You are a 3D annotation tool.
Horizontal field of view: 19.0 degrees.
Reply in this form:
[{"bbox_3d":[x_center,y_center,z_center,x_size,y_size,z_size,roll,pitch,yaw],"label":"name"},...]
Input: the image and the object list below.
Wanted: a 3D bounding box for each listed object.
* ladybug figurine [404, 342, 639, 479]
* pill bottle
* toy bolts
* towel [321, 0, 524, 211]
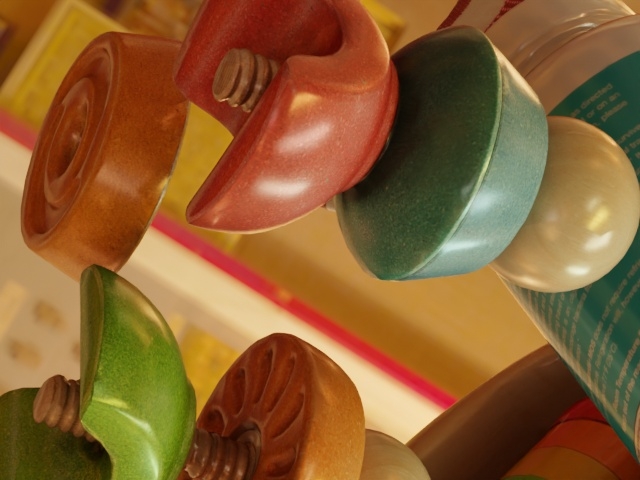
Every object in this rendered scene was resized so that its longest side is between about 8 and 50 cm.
[{"bbox_3d":[0.155,0.192,1.121,0.449,0.162,0.305,-37,-159,-32],"label":"ladybug figurine"},{"bbox_3d":[0.155,0.005,0.774,0.146,0.146,0.264,-54,-134,22],"label":"pill bottle"},{"bbox_3d":[0.000,0.000,0.683,0.228,0.158,0.218,-50,-150,37],"label":"toy bolts"},{"bbox_3d":[0.190,-0.060,1.241,0.237,0.329,0.037,-53,144,-35],"label":"towel"}]
